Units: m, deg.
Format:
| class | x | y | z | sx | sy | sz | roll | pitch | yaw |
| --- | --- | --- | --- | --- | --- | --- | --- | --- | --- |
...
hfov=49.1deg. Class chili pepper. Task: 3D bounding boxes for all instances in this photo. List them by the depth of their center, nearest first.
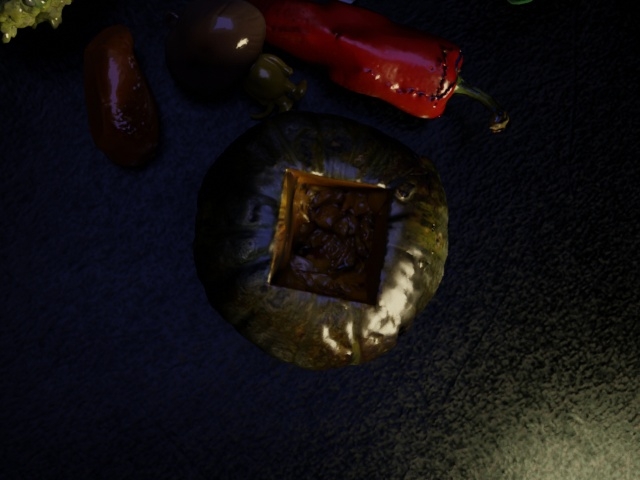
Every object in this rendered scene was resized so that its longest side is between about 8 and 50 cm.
| class | x | y | z | sx | sy | sz | roll | pitch | yaw |
| --- | --- | --- | --- | --- | --- | --- | --- | --- | --- |
| chili pepper | 0.064 | -0.238 | 0.906 | 0.387 | 0.110 | 0.110 | 20 | 86 | -3 |

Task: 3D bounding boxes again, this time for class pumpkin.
| class | x | y | z | sx | sy | sz | roll | pitch | yaw |
| --- | --- | --- | --- | --- | --- | --- | --- | --- | --- |
| pumpkin | 0.000 | 0.000 | 0.843 | 0.320 | 0.192 | 0.320 | 0 | 90 | -6 |

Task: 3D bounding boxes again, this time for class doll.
| class | x | y | z | sx | sy | sz | roll | pitch | yaw |
| --- | --- | --- | --- | --- | --- | --- | --- | --- | --- |
| doll | -0.115 | -0.225 | 0.890 | 0.145 | 0.096 | 0.188 | -20 | 130 | 28 |

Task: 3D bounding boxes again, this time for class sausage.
| class | x | y | z | sx | sy | sz | roll | pitch | yaw |
| --- | --- | --- | --- | --- | --- | --- | --- | --- | --- |
| sausage | -0.252 | -0.182 | 0.876 | 0.089 | 0.089 | 0.179 | -11 | 91 | -7 |

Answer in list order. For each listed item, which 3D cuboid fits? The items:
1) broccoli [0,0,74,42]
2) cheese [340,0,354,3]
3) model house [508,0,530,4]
| class | x | y | z | sx | sy | sz | roll | pitch | yaw |
| --- | --- | --- | --- | --- | --- | --- | --- | --- | --- |
| broccoli | -0.397 | -0.349 | 0.810 | 0.243 | 0.263 | 0.247 | -26 | 90 | 36 |
| cheese | 0.071 | -0.361 | 0.949 | 0.120 | 0.026 | 0.067 | -24 | 90 | -7 |
| model house | 0.390 | -0.467 | 0.877 | 0.325 | 0.267 | 0.194 | -26 | 97 | -13 |
